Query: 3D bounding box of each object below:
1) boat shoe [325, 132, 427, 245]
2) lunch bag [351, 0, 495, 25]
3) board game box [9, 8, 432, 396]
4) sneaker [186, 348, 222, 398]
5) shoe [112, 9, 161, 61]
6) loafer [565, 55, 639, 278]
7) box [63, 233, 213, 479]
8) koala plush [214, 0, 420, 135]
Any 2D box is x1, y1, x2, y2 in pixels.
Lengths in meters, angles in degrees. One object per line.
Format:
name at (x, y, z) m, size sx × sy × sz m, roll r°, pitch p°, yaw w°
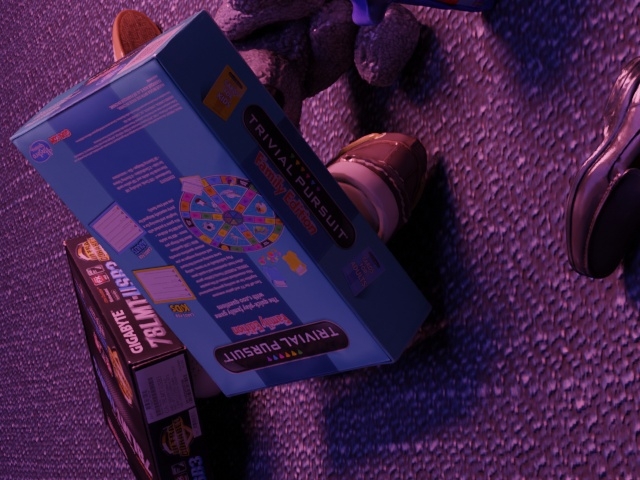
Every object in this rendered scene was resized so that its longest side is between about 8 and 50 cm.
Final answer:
boat shoe at (0.000, 0.000, 1.329) m, size 0.116 × 0.097 × 0.324 m, roll 44°, pitch 144°, yaw 1°
lunch bag at (0.067, -0.321, 1.112) m, size 0.138 × 0.221 × 0.293 m, roll 22°, pitch 106°, yaw 60°
board game box at (-0.094, -0.018, 1.237) m, size 0.254 × 0.079 × 0.336 m, roll -18°, pitch 116°, yaw 48°
sneaker at (-0.139, 0.039, 1.534) m, size 0.111 × 0.129 × 0.297 m, roll 28°, pitch 116°, yaw 55°
shoe at (-0.238, -0.209, 1.791) m, size 0.058 × 0.076 × 0.219 m, roll -46°, pitch 51°, yaw 43°
loafer at (0.224, -0.045, 0.972) m, size 0.061 × 0.062 × 0.170 m, roll 40°, pitch 123°, yaw 49°
box at (-0.211, 0.177, 1.610) m, size 0.295 × 0.073 × 0.293 m, roll -131°, pitch 29°, yaw -52°
koala plush at (-0.052, -0.159, 1.306) m, size 0.221 × 0.196 × 0.203 m, roll -64°, pitch 24°, yaw 2°
